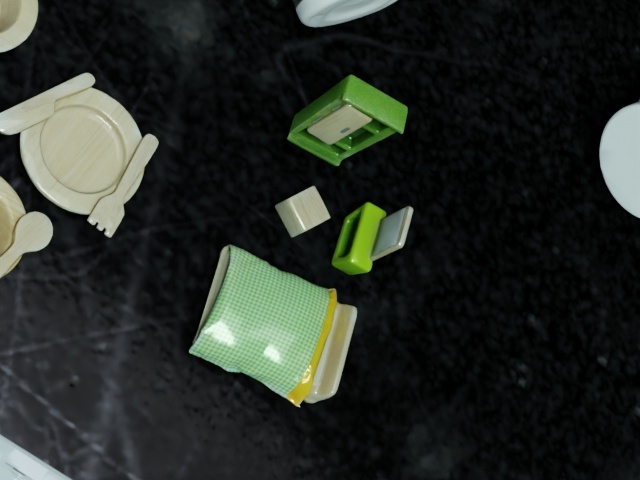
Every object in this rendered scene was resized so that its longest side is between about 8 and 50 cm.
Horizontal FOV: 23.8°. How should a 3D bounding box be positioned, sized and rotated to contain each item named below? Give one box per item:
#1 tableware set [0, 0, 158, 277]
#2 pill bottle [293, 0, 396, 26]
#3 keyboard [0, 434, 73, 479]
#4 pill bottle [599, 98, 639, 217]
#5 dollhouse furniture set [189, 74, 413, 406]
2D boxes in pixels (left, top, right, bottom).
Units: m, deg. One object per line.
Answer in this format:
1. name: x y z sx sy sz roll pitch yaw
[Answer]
1. tableware set: -0.158 -0.057 0.680 0.168 0.020 0.141 50 55 -10
2. pill bottle: 0.001 -0.177 0.796 0.065 0.065 0.116 -16 84 -36
3. keyboard: -0.175 0.095 0.628 0.256 0.014 0.072 37 64 -19
4. pill bottle: 0.247 -0.066 0.906 0.169 0.094 0.094 -21 87 -36
5. dollhouse furniture set: 0.000 0.000 0.743 0.076 0.058 0.151 28 61 -23
